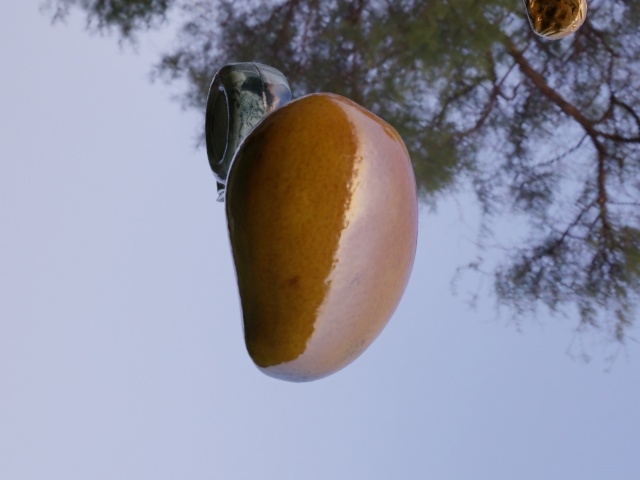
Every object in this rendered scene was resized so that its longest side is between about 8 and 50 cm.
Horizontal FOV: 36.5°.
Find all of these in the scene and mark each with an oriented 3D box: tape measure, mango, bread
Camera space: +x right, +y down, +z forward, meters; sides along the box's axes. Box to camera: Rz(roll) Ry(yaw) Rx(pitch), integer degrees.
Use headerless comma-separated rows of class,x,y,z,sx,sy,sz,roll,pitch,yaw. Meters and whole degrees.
tape measure,-0.147,-0.232,1.999,0.275,0.147,0.256,137,-52,-61
mango,0.000,0.000,1.266,0.221,0.263,0.378,14,-83,61
bread,0.336,-0.345,1.394,0.083,0.044,0.111,-22,-96,40
